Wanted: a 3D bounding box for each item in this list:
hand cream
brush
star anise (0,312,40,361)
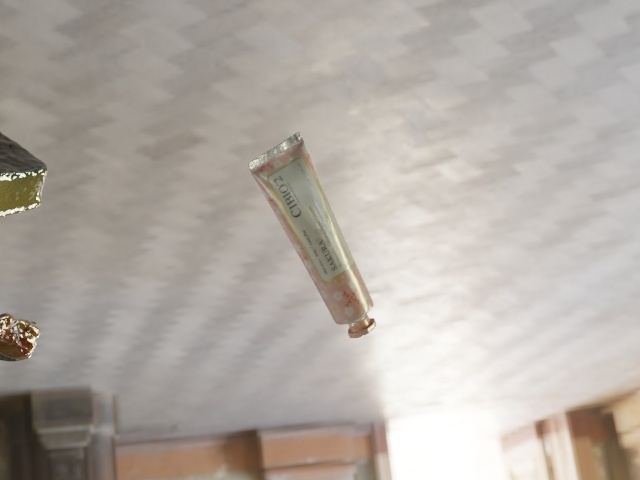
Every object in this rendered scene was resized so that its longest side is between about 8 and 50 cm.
[{"bbox_3d":[0.000,0.000,1.258,0.067,0.210,0.043,-34,-163,-24],"label":"hand cream"},{"bbox_3d":[-0.377,-0.070,1.281,0.123,0.059,0.197,30,-157,22],"label":"brush"},{"bbox_3d":[-0.291,0.052,0.901,0.148,0.237,0.346,-25,169,-9],"label":"star anise"}]
